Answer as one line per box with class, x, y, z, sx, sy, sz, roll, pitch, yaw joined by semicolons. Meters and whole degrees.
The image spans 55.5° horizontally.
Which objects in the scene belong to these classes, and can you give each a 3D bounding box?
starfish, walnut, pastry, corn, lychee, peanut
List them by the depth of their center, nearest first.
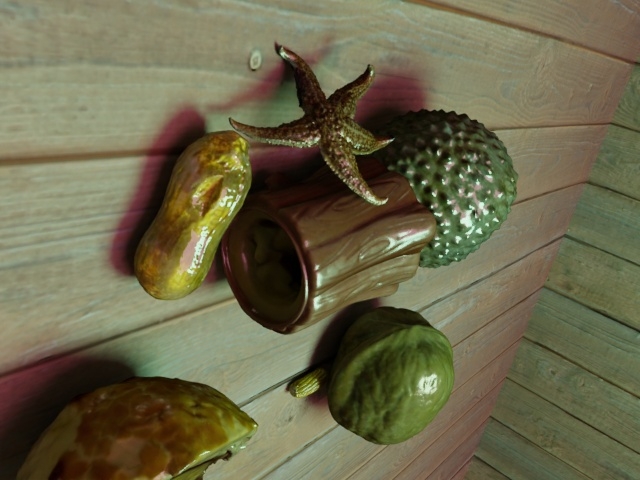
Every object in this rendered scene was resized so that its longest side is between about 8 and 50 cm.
peanut;-0.141;-0.028;0.678;0.087;0.087;0.207;18;101;-59
pastry;-0.214;0.233;0.683;0.237;0.170;0.256;-45;154;18
starfish;0.007;-0.137;0.734;0.237;0.057;0.213;-14;81;-37
lychee;0.177;-0.084;0.975;0.274;0.255;0.255;30;88;-27
corn;-0.021;0.265;1.129;0.092;0.037;0.037;-14;125;-49
walnut;0.130;0.266;1.171;0.282;0.227;0.283;-11;129;-15

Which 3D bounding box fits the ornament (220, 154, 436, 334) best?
ornament;0.000;0.000;0.810;0.217;0.235;0.221;-21;97;-44
